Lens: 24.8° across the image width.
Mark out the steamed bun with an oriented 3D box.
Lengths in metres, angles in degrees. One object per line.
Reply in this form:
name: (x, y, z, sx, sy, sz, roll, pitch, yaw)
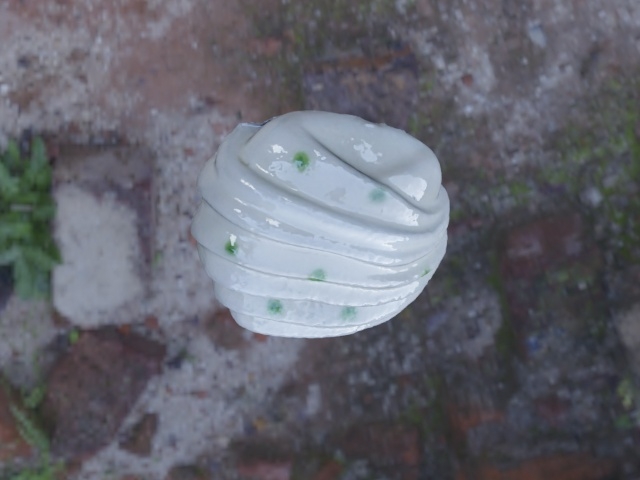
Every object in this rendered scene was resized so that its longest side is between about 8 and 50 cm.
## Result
steamed bun: (0.000, 0.000, 0.986, 0.183, 0.106, 0.183, -5, 132, -6)
